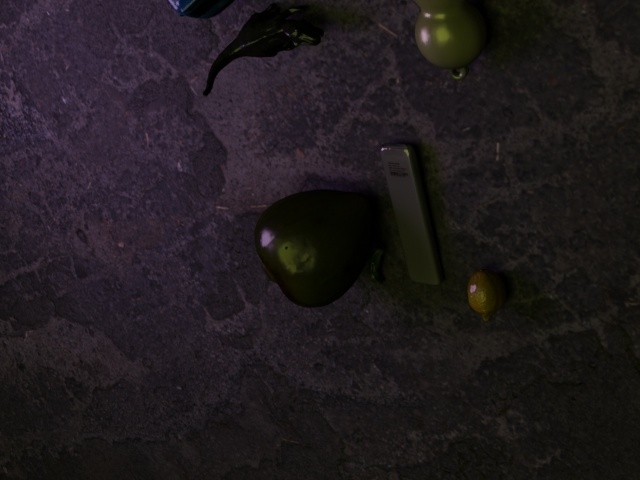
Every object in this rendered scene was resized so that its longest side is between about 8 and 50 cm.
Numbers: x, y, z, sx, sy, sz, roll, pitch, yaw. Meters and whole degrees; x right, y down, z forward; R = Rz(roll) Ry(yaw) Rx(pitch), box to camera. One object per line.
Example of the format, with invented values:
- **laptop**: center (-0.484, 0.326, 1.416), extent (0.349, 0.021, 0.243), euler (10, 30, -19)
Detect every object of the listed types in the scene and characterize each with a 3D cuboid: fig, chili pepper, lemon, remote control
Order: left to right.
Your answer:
- **fig**: center (0.000, 0.000, 2.052), extent (0.225, 0.203, 0.203), euler (-37, 89, 7)
- **chili pepper**: center (0.096, 0.039, 2.084), extent (0.034, 0.030, 0.091), euler (9, 128, 9)
- **remote control**: center (0.154, -0.044, 1.977), extent (0.067, 0.029, 0.261), euler (7, 123, 40)
- **lemon**: center (0.269, 0.088, 1.927), extent (0.065, 0.065, 0.092), euler (6, 111, 41)

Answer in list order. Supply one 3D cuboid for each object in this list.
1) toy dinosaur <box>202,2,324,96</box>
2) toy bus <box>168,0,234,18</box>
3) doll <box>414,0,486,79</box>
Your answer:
- **toy dinosaur**: center (-0.099, -0.320, 1.910), extent (0.187, 0.179, 0.087), euler (-14, 107, 44)
- **toy bus**: center (-0.235, -0.484, 1.942), extent (0.113, 0.134, 0.246), euler (-35, 90, 31)
- **doll**: center (0.172, -0.365, 1.691), extent (0.141, 0.117, 0.296), euler (3, 133, 26)
